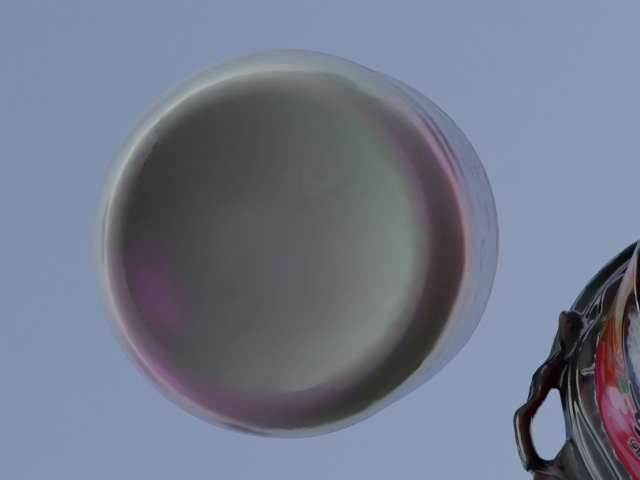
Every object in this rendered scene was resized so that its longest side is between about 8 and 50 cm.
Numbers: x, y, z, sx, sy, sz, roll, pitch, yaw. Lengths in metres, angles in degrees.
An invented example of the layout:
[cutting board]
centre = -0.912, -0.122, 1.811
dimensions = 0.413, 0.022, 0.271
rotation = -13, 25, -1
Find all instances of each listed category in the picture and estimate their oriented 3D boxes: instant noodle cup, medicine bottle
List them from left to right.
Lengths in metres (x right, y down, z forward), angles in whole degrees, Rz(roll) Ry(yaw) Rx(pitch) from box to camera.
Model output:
[medicine bottle]
centre = 0.000, 0.000, 1.190
dimensions = 0.241, 0.302, 0.241
rotation = 0, -89, 12
[instant noodle cup]
centre = 0.260, 0.055, 0.970
dimensions = 0.302, 0.258, 0.181
rotation = -19, -29, -7
